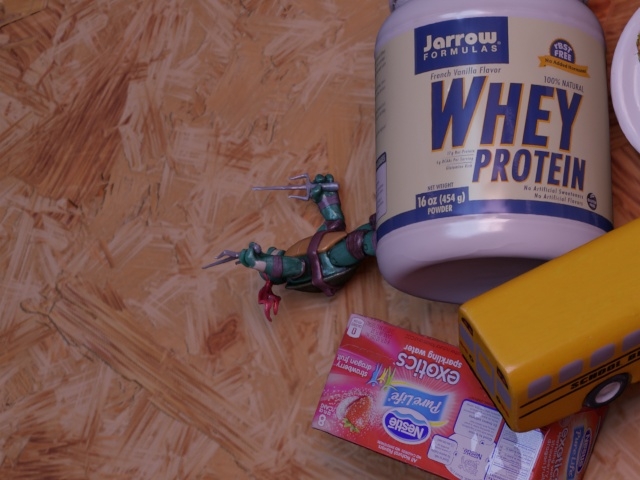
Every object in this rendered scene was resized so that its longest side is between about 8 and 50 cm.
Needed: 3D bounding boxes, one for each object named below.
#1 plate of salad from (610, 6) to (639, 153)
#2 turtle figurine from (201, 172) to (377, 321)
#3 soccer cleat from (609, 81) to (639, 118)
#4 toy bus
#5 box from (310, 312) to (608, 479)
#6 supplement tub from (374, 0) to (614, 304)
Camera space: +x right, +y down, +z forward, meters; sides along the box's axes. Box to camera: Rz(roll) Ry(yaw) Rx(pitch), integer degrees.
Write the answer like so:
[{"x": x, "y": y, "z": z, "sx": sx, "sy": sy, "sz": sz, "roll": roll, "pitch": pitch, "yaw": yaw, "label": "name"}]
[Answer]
[{"x": 0.369, "y": -0.157, "z": 1.800, "sx": 0.200, "sy": 0.048, "sz": 0.200, "roll": 0, "pitch": 89, "yaw": 28, "label": "plate of salad"}, {"x": 0.000, "y": 0.000, "z": 2.021, "sx": 0.234, "sy": 0.118, "sz": 0.175, "roll": -13, "pitch": 29, "yaw": 29, "label": "turtle figurine"}, {"x": 0.357, "y": -0.107, "z": 1.873, "sx": 0.076, "sy": 0.068, "sz": 0.196, "roll": -32, "pitch": 68, "yaw": 10, "label": "soccer cleat"}, {"x": 0.295, "y": 0.054, "z": 1.747, "sx": 0.333, "sy": 0.130, "sz": 0.108, "roll": -25, "pitch": 57, "yaw": -11, "label": "toy bus"}, {"x": 0.138, "y": 0.175, "z": 1.881, "sx": 0.257, "sy": 0.122, "sz": 0.128, "roll": 17, "pitch": 84, "yaw": 32, "label": "box"}, {"x": 0.171, "y": -0.115, "z": 1.877, "sx": 0.235, "sy": 0.235, "sz": 0.325, "roll": -9, "pitch": 72, "yaw": 28, "label": "supplement tub"}]
